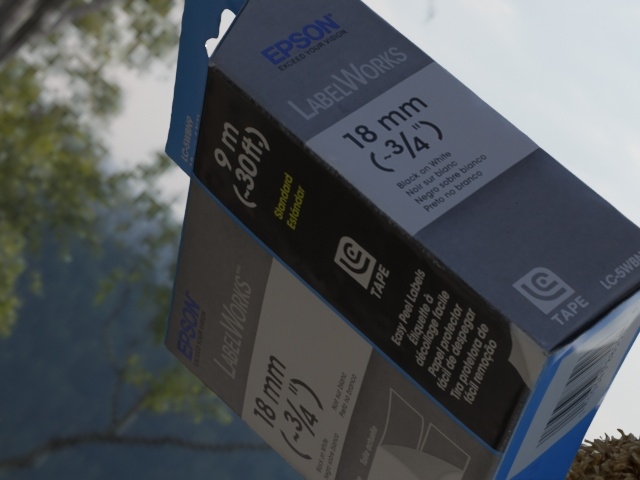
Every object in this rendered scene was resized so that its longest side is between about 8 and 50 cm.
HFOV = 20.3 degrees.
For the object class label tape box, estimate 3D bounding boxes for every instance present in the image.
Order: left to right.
[{"bbox_3d":[0.000,0.000,0.948,0.333,0.106,0.240,42,-35,22],"label":"label tape box"}]

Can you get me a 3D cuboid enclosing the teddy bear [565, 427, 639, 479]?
[{"bbox_3d":[0.231,0.201,1.096,0.245,0.338,0.113,50,-15,23],"label":"teddy bear"}]
